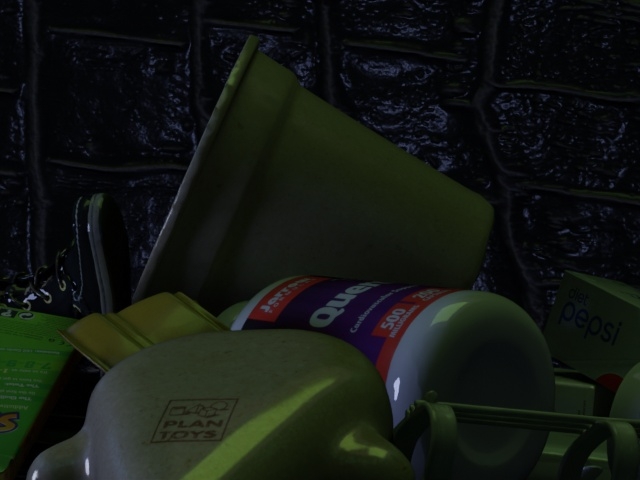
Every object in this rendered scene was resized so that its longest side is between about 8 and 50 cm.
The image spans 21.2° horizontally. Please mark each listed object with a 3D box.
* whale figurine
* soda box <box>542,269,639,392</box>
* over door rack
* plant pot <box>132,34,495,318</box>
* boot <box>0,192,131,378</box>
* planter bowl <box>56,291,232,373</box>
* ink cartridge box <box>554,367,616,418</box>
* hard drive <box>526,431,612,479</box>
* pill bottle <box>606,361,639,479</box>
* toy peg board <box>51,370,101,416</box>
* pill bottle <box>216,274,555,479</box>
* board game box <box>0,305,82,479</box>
[{"bbox_3d":[-0.054,0.151,0.921,0.216,0.141,0.272,-3,21,11],"label":"whale figurine"},{"bbox_3d":[0.355,0.123,1.783,0.091,0.098,0.286,12,11,-32],"label":"soda box"},{"bbox_3d":[0.131,0.175,1.093,0.239,0.108,0.324,7,-15,-13],"label":"over door rack"},{"bbox_3d":[0.000,0.000,1.764,0.305,0.334,0.334,23,-2,-4],"label":"plant pot"},{"bbox_3d":[-0.264,0.045,1.547,0.178,0.085,0.236,4,-39,0],"label":"boot"},{"bbox_3d":[-0.106,0.106,1.410,0.217,0.090,0.217,37,-7,5],"label":"planter bowl"},{"bbox_3d":[0.228,0.189,1.915,0.219,0.093,0.160,4,1,29],"label":"ink cartridge box"},{"bbox_3d":[0.333,0.223,1.648,0.307,0.040,0.203,5,-1,18],"label":"hard drive"},{"bbox_3d":[0.372,0.167,1.357,0.264,0.153,0.153,3,-2,41],"label":"pill bottle"},{"bbox_3d":[-0.290,0.113,1.809,0.160,0.079,0.161,7,-32,-12],"label":"toy peg board"},{"bbox_3d":[0.036,0.124,1.498,0.181,0.181,0.323,6,-1,-41],"label":"pill bottle"},{"bbox_3d":[-0.281,0.124,1.398,0.124,0.039,0.259,10,22,4],"label":"board game box"}]
